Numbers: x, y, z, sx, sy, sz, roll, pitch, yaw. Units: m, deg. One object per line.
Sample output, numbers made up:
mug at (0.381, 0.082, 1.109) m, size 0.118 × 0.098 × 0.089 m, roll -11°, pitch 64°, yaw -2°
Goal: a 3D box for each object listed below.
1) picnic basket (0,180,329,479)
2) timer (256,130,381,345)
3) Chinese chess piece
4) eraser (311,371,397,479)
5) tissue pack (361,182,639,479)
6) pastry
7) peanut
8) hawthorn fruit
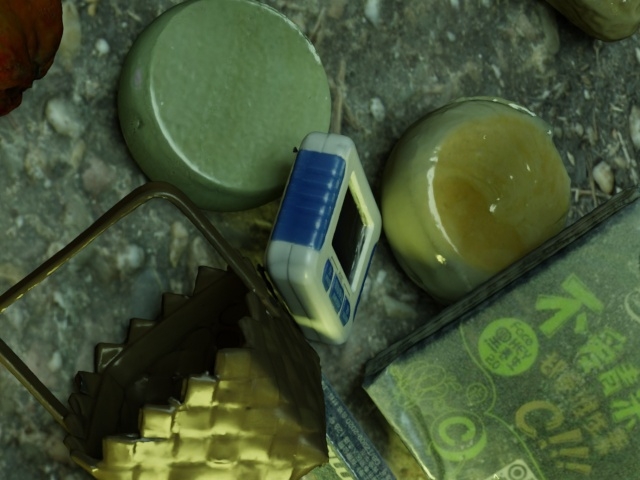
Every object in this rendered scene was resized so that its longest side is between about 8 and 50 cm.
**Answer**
picnic basket at (-0.157, 0.121, 1.739) m, size 0.254 × 0.291 × 0.321 m, roll -38°, pitch 109°, yaw 10°
timer at (0.000, 0.000, 1.904) m, size 0.078 × 0.253 × 0.178 m, roll 11°, pitch 70°, yaw 15°
Chinese chess piece at (-0.110, -0.157, 1.939) m, size 0.250 × 0.101 × 0.250 m, roll 6°, pitch 78°, yaw -27°
eraser at (0.022, 0.246, 1.939) m, size 0.046 × 0.092 × 0.212 m, roll -40°, pitch 101°, yaw -29°
tissue pack at (0.286, 0.159, 1.956) m, size 0.394 × 0.124 × 0.288 m, roll -35°, pitch 100°, yaw 11°
pastry at (0.188, -0.047, 2.056) m, size 0.264 × 0.133 × 0.265 m, roll 5°, pitch 79°, yaw -28°
peanut at (0.307, -0.377, 2.179) m, size 0.291 × 0.143 × 0.159 m, roll 28°, pitch 69°, yaw -18°
hawthorn fruit at (-0.402, -0.236, 1.743) m, size 0.261 × 0.224 × 0.224 m, roll 33°, pitch 67°, yaw -6°
